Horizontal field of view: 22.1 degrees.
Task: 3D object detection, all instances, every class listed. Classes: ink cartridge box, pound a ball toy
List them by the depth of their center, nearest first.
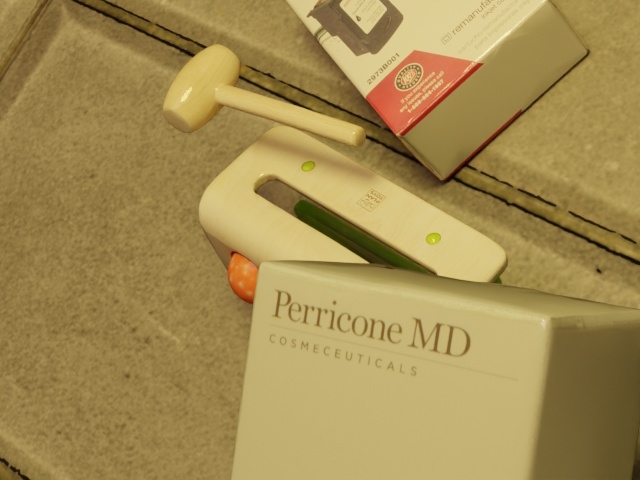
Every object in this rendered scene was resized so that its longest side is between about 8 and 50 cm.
[{"bbox_3d":[0.000,0.000,1.312,0.319,0.208,0.136,32,70,38],"label":"pound a ball toy"},{"bbox_3d":[0.090,-0.198,1.435,0.172,0.100,0.237,-42,52,7],"label":"ink cartridge box"}]

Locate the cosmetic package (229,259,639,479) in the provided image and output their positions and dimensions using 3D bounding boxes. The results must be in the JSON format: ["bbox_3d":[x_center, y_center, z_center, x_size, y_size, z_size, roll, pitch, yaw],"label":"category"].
[{"bbox_3d":[0.061,0.253,1.101,0.230,0.161,0.453,10,94,35],"label":"cosmetic package"}]
